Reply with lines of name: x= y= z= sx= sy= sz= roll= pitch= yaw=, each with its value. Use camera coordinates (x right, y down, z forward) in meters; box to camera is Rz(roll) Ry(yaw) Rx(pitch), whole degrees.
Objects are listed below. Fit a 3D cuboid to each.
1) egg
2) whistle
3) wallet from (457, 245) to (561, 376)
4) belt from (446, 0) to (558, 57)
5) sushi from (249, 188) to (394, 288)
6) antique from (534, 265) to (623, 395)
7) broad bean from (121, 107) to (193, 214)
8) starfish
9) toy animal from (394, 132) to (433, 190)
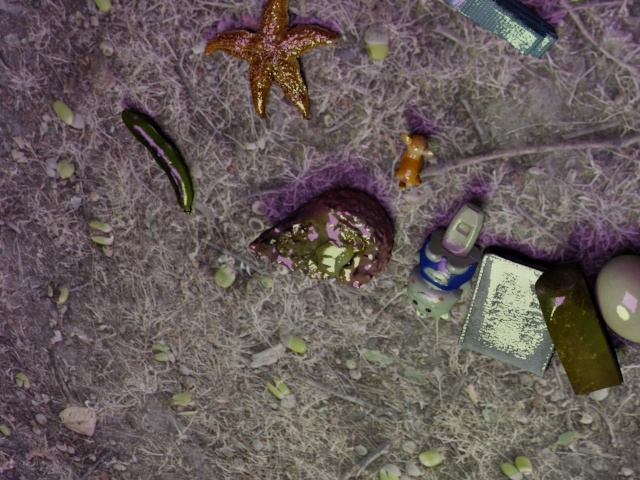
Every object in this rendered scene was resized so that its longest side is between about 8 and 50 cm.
egg: x=0.484 y=0.091 z=1.468 sx=0.114 sy=0.114 sz=0.152 roll=-22 pitch=113 yaw=33
whistle: x=0.206 y=0.041 z=1.578 sx=0.110 sy=0.092 sz=0.244 roll=35 pitch=129 yaw=15
wallet: x=0.329 y=0.120 z=1.605 sx=0.167 sy=0.036 sz=0.222 roll=20 pitch=125 yaw=13
belt: x=0.254 y=-0.329 z=1.357 sx=0.179 sy=0.100 sz=0.065 roll=32 pitch=127 yaw=-15
sushi: x=0.006 y=-0.016 z=1.631 sx=0.241 sy=0.107 sz=0.161 roll=20 pitch=121 yaw=13
antique: x=0.406 y=0.140 z=1.516 sx=0.081 sy=0.080 sz=0.221 roll=-20 pitch=124 yaw=17
broad bean: x=-0.284 y=-0.142 z=1.725 sx=0.069 sy=0.039 sz=0.227 roll=-13 pitch=114 yaw=36
starfish: x=-0.082 y=-0.297 z=1.539 sx=0.240 sy=0.043 sz=0.227 roll=7 pitch=121 yaw=24
toy animal: x=0.145 y=-0.129 z=1.519 sx=0.060 sy=0.081 sz=0.083 roll=28 pitch=146 yaw=10
